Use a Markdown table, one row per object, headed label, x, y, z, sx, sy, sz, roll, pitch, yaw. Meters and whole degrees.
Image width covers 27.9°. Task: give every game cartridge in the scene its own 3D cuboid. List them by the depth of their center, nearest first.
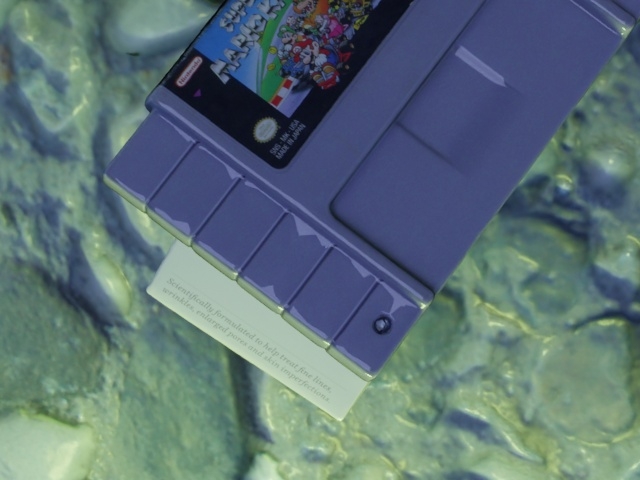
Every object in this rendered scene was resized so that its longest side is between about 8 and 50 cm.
| label | x | y | z | sx | sy | sz | roll | pitch | yaw |
| --- | --- | --- | --- | --- | --- | --- | --- | --- | --- |
| game cartridge | 0.047 | -0.115 | 0.858 | 0.230 | 0.068 | 0.355 | 37 | 81 | -2 |

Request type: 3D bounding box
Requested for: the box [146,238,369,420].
| label | x | y | z | sx | sy | sz | roll | pitch | yaw |
| --- | --- | --- | --- | --- | --- | --- | --- | --- | --- |
| box | 0.000 | 0.000 | 0.962 | 0.181 | 0.119 | 0.182 | 34 | 112 | 3 |
